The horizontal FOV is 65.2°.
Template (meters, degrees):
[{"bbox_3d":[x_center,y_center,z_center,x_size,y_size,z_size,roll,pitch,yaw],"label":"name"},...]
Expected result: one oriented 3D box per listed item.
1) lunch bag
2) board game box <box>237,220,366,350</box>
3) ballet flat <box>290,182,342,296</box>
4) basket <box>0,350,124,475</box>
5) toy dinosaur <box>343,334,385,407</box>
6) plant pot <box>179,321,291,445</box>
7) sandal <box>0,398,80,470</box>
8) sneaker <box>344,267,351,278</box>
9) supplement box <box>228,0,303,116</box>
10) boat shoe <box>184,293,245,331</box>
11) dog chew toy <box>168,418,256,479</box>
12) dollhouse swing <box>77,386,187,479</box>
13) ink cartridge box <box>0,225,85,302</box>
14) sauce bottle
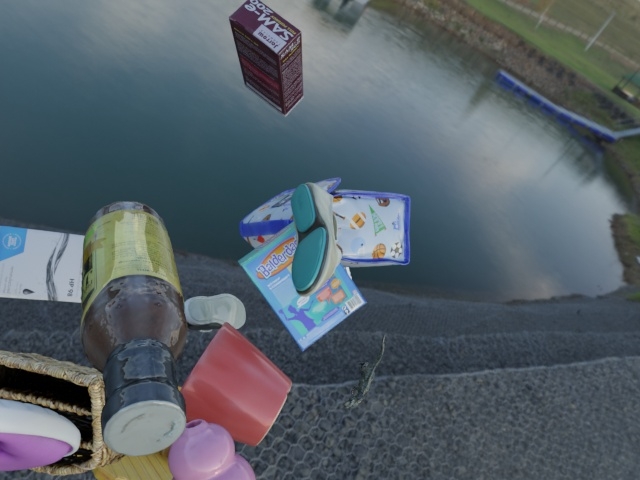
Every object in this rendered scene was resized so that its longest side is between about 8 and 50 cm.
[{"bbox_3d":[0.008,-0.042,1.407,0.385,0.327,0.239,0,89,-34],"label":"lunch bag"},{"bbox_3d":[-0.033,0.079,0.959,0.210,0.160,0.047,57,-9,-15],"label":"board game box"},{"bbox_3d":[0.000,0.000,0.830,0.086,0.086,0.249,19,43,-22],"label":"ballet flat"},{"bbox_3d":[-0.547,0.349,0.994,0.298,0.223,0.214,10,75,8],"label":"basket"},{"bbox_3d":[0.150,0.444,1.650,0.064,0.118,0.268,31,63,0],"label":"toy dinosaur"},{"bbox_3d":[-0.227,0.395,1.329,0.243,0.275,0.275,32,31,-2],"label":"plant pot"},{"bbox_3d":[-0.368,0.163,0.357,0.416,0.169,0.102,46,34,-55],"label":"sandal"},{"bbox_3d":[0.040,0.083,1.673,0.095,0.090,0.235,-41,117,-49],"label":"sneaker"},{"bbox_3d":[-0.106,-0.377,1.056,0.130,0.073,0.239,39,-11,8],"label":"supplement box"},{"bbox_3d":[-0.338,0.219,1.520,0.302,0.091,0.115,29,51,-61],"label":"boat shoe"},{"bbox_3d":[-0.210,0.521,0.997,0.206,0.206,0.332,-20,99,-53],"label":"dog chew toy"},{"bbox_3d":[-0.506,0.569,1.502,0.346,0.304,0.316,32,60,-29],"label":"dollhouse swing"},{"bbox_3d":[-0.395,0.041,0.773,0.180,0.060,0.104,7,83,-23],"label":"ink cartridge box"},{"bbox_3d":[-0.209,0.073,0.560,0.111,0.112,0.344,13,23,-29],"label":"sauce bottle"}]
